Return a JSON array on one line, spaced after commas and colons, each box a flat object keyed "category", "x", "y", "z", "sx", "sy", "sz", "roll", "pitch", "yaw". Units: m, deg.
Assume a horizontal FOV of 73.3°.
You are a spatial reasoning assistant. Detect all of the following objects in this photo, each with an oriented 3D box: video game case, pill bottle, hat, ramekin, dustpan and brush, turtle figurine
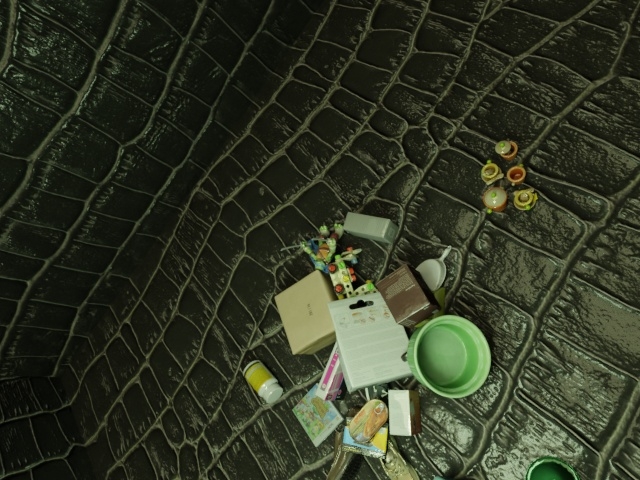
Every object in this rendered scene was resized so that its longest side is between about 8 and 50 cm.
[{"category": "video game case", "x": -0.015, "y": 0.823, "z": 2.037, "sx": 0.193, "sy": 0.023, "sz": 0.212, "roll": -49, "pitch": 55, "yaw": 9}, {"category": "pill bottle", "x": -0.292, "y": 0.720, "z": 2.194, "sx": 0.209, "sy": 0.119, "sz": 0.119, "roll": 37, "pitch": 95, "yaw": 37}, {"category": "hat", "x": 0.772, "y": 0.817, "z": 1.429, "sx": 0.173, "sy": 0.184, "sz": 0.208, "roll": 35, "pitch": 94, "yaw": 37}, {"category": "ramekin", "x": 0.489, "y": 0.450, "z": 1.686, "sx": 0.304, "sy": 0.148, "sz": 0.303, "roll": 2, "pitch": 76, "yaw": -7}, {"category": "dustpan and brush", "x": 0.519, "y": 0.110, "z": 1.925, "sx": 0.147, "sy": 0.060, "sz": 0.211, "roll": 35, "pitch": 101, "yaw": 46}, {"category": "turtle figurine", "x": 0.000, "y": 0.000, "z": 2.162, "sx": 0.198, "sy": 0.275, "sz": 0.266, "roll": -47, "pitch": 11, "yaw": 45}]

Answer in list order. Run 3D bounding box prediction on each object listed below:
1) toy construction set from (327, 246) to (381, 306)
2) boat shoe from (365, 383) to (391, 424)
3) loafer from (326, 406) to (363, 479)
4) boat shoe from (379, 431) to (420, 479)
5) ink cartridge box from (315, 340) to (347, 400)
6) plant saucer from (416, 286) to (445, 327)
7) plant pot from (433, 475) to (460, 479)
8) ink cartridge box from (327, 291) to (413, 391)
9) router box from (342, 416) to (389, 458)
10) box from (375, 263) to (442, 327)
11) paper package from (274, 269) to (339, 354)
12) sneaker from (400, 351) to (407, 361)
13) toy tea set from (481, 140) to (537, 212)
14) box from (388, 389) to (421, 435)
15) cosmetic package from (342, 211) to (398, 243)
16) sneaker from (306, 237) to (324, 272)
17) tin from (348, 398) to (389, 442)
[{"category": "toy construction set", "x": 0.155, "y": 0.174, "z": 2.055, "sx": 0.215, "sy": 0.151, "sz": 0.327, "roll": -17, "pitch": 61, "yaw": -2}, {"category": "boat shoe", "x": 0.252, "y": 0.642, "z": 1.872, "sx": 0.091, "sy": 0.114, "sz": 0.302, "roll": -38, "pitch": 58, "yaw": 24}, {"category": "loafer", "x": 0.121, "y": 0.895, "z": 1.872, "sx": 0.130, "sy": 0.134, "sz": 0.365, "roll": 19, "pitch": 75, "yaw": 39}, {"category": "boat shoe", "x": 0.303, "y": 0.920, "z": 1.751, "sx": 0.109, "sy": 0.098, "sz": 0.302, "roll": -41, "pitch": 56, "yaw": 15}, {"category": "ink cartridge box", "x": 0.108, "y": 0.544, "z": 1.959, "sx": 0.069, "sy": 0.176, "sz": 0.370, "roll": 17, "pitch": 83, "yaw": 37}, {"category": "plant saucer", "x": 0.449, "y": 0.291, "z": 1.907, "sx": 0.189, "sy": 0.045, "sz": 0.188, "roll": -1, "pitch": 73, "yaw": 32}, {"category": "plant pot", "x": 0.492, "y": 0.994, "z": 1.527, "sx": 0.247, "sy": 0.247, "sz": 0.252, "roll": -56, "pitch": 36, "yaw": 5}, {"category": "ink cartridge box", "x": 0.217, "y": 0.430, "z": 1.878, "sx": 0.309, "sy": 0.091, "sz": 0.384, "roll": -9, "pitch": 59, "yaw": -14}, {"category": "router box", "x": 0.187, "y": 0.809, "z": 1.765, "sx": 0.179, "sy": 0.046, "sz": 0.133, "roll": 0, "pitch": 64, "yaw": 20}, {"category": "box", "x": 0.376, "y": 0.239, "z": 1.838, "sx": 0.167, "sy": 0.168, "sz": 0.203, "roll": -37, "pitch": 57, "yaw": 18}, {"category": "paper package", "x": -0.031, "y": 0.360, "z": 2.121, "sx": 0.310, "sy": 0.168, "sz": 0.324, "roll": -33, "pitch": 60, "yaw": 19}, {"category": "sneaker", "x": 0.421, "y": 0.481, "z": 1.793, "sx": 0.072, "sy": 0.178, "sz": 0.077, "roll": -52, "pitch": 55, "yaw": 55}, {"category": "toy tea set", "x": 0.782, "y": -0.274, "z": 1.837, "sx": 0.200, "sy": 0.124, "sz": 0.335, "roll": -17, "pitch": 65, "yaw": 28}, {"category": "box", "x": 0.349, "y": 0.707, "z": 1.776, "sx": 0.091, "sy": 0.130, "sz": 0.170, "roll": -10, "pitch": 69, "yaw": 29}, {"category": "cosmetic package", "x": 0.245, "y": -0.062, "z": 2.113, "sx": 0.238, "sy": 0.127, "sz": 0.107, "roll": 17, "pitch": 84, "yaw": 34}, {"category": "sneaker", "x": -0.011, "y": 0.073, "z": 2.267, "sx": 0.082, "sy": 0.069, "sz": 0.209, "roll": -38, "pitch": 57, "yaw": 12}, {"category": "tin", "x": 0.198, "y": 0.736, "z": 1.753, "sx": 0.190, "sy": 0.040, "sz": 0.106, "roll": -45, "pitch": 60, "yaw": -9}]
